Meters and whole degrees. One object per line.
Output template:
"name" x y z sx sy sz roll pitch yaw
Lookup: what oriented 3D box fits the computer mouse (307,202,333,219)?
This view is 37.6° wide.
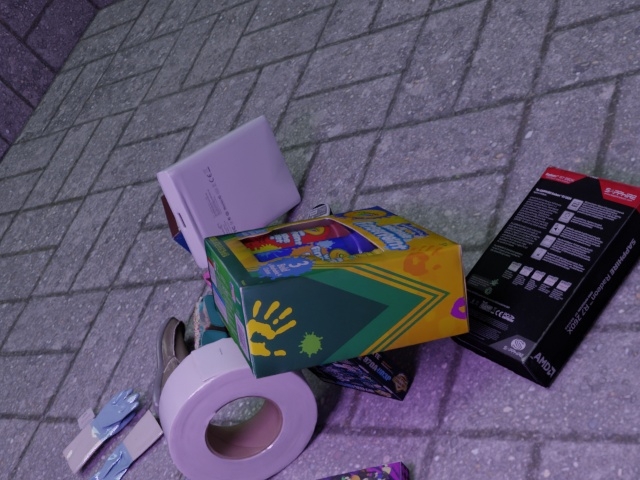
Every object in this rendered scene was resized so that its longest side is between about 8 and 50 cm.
"computer mouse" 0.000 0.000 2.132 0.106 0.042 0.193 -19 48 38

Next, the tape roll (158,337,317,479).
"tape roll" -0.153 0.319 1.745 0.286 0.286 0.100 -41 35 5

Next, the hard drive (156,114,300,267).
"hard drive" -0.201 -0.119 2.163 0.047 0.233 0.353 -10 20 41

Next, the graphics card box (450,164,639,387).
"graphics card box" 0.396 0.053 1.640 0.371 0.094 0.232 -51 36 -12

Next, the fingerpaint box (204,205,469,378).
"fingerpaint box" 0.008 0.069 1.695 0.371 0.163 0.445 -10 13 -12

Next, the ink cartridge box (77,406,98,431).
"ink cartridge box" -0.543 0.439 2.228 0.048 0.028 0.083 -44 35 0

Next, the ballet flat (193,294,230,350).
"ballet flat" -0.249 0.222 2.133 0.241 0.091 0.077 -98 31 -54

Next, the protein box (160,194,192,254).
"protein box" -0.262 -0.044 2.291 0.136 0.200 0.201 -41 35 9

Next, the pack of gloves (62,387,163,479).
"pack of gloves" -0.461 0.462 2.130 0.232 0.046 0.195 -47 47 0

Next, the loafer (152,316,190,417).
"loafer" -0.322 0.286 2.131 0.087 0.094 0.251 -7 54 7

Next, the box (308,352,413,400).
"box" 0.037 0.220 1.751 0.220 0.175 0.051 5 60 48

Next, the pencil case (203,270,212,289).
"pencil case" -0.167 0.059 2.193 0.209 0.095 0.098 -36 73 11

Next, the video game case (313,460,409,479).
"video game case" 0.048 0.495 1.561 0.210 0.042 0.232 -17 43 22
